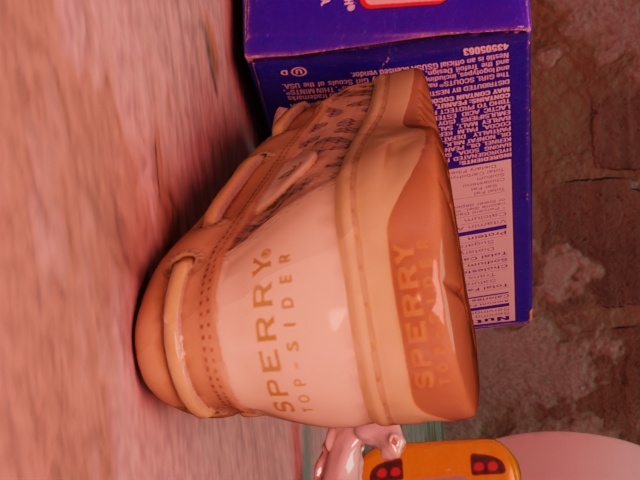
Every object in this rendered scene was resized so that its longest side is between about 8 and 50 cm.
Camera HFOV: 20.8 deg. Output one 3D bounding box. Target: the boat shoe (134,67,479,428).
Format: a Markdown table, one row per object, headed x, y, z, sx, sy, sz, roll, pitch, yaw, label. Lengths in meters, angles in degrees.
| x | y | z | sx | sy | sz | roll | pitch | yaw | label |
| --- | --- | --- | --- | --- | --- | --- | --- | --- | --- |
| 0.000 | 0.000 | 0.580 | 0.285 | 0.089 | 0.105 | -55 | 135 | -85 | boat shoe |

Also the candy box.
| x | y | z | sx | sy | sz | roll | pitch | yaw | label |
| --- | --- | --- | --- | --- | --- | --- | --- | --- | --- |
| 0.040 | -0.129 | 0.847 | 0.317 | 0.122 | 0.268 | 76 | 12 | -66 | candy box |

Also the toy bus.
| x | y | z | sx | sy | sz | roll | pitch | yaw | label |
| --- | --- | --- | --- | --- | --- | --- | --- | --- | --- |
| 0.091 | 0.214 | 1.220 | 0.333 | 0.108 | 0.130 | 56 | 29 | -78 | toy bus |

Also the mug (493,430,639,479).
| x | y | z | sx | sy | sz | roll | pitch | yaw | label |
| --- | --- | --- | --- | --- | --- | --- | --- | --- | --- |
| 0.191 | 0.357 | 1.556 | 0.374 | 0.276 | 0.328 | 44 | 40 | -35 | mug |

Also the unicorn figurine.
| x | y | z | sx | sy | sz | roll | pitch | yaw | label |
| --- | --- | --- | --- | --- | --- | --- | --- | --- | --- |
| 0.015 | 0.142 | 0.792 | 0.111 | 0.060 | 0.162 | -88 | -172 | -51 | unicorn figurine |
